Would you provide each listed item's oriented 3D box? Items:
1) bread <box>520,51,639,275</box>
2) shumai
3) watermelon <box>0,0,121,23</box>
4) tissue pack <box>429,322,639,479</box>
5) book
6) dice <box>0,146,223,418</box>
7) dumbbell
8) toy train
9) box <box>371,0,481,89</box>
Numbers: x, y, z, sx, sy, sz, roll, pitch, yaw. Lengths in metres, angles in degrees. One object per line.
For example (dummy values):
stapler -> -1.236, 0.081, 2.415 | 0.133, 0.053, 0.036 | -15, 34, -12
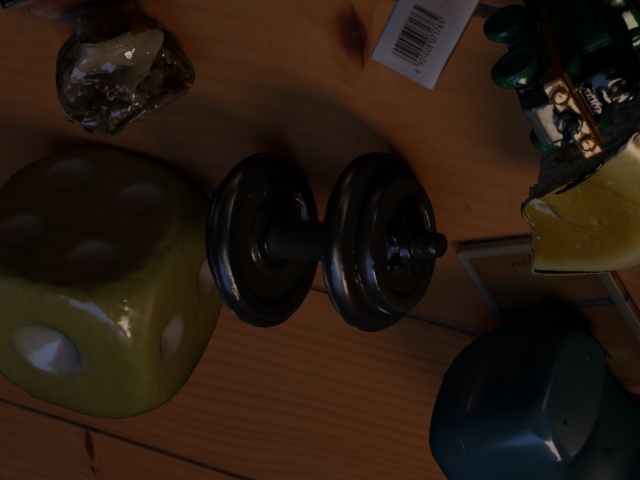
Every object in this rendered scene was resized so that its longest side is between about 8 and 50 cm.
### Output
bread -> 0.280, -0.063, 1.698 | 0.156, 0.158, 0.261 | 30, 145, -21
shumai -> -0.209, -0.185, 1.857 | 0.146, 0.145, 0.116 | 22, 160, 9
watermelon -> -0.236, -0.293, 1.835 | 0.207, 0.136, 0.202 | -2, -178, -3
tissue pack -> 0.248, 0.234, 1.991 | 0.206, 0.198, 0.287 | -15, 130, 41
book -> 0.270, 0.085, 1.982 | 0.170, 0.018, 0.241 | -7, 132, 38
dice -> -0.257, 0.046, 2.097 | 0.238, 0.233, 0.226 | 14, 141, 17
dumbbell -> 0.000, 0.000, 1.908 | 0.290, 0.192, 0.192 | 2, 137, 32
toy train -> 0.222, -0.162, 1.573 | 0.136, 0.227, 0.091 | -27, 122, 14
box -> 0.130, -0.260, 1.540 | 0.067, 0.155, 0.243 | 27, 143, 0
